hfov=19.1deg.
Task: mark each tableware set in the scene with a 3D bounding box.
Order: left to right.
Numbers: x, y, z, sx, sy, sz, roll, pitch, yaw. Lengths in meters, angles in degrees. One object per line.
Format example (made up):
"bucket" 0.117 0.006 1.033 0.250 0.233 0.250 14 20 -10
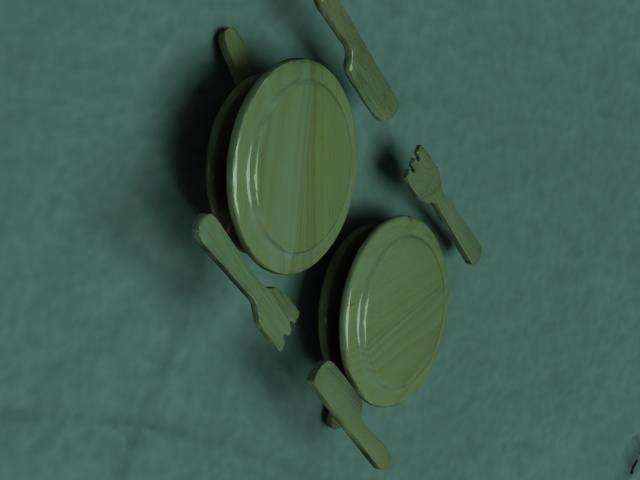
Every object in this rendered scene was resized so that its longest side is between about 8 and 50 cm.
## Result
"tableware set" 0.000 0.000 0.811 0.194 0.039 0.128 56 52 -45
